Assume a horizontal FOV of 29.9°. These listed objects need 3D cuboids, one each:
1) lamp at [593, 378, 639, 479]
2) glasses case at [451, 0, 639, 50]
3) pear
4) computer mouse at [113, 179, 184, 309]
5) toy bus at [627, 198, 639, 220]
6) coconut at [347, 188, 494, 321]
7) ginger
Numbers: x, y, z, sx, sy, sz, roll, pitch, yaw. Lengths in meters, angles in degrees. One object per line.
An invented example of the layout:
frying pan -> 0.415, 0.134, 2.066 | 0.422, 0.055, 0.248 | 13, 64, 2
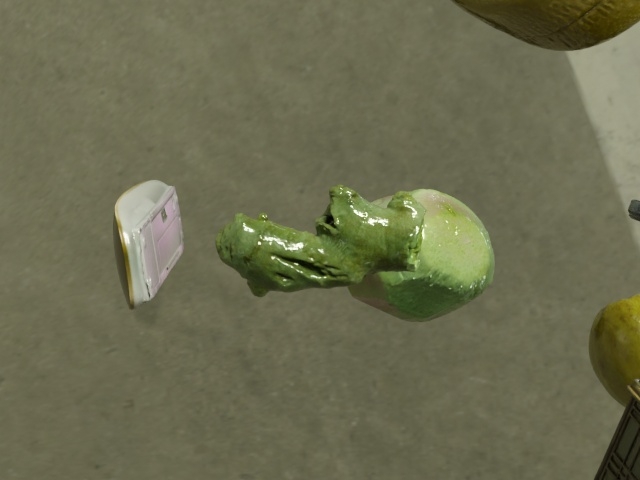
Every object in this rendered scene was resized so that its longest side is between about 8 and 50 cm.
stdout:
lamp -> 0.395, 0.320, 1.512 | 0.090, 0.325, 0.089 | -4, 36, -24
glasses case -> 0.231, -0.316, 0.867 | 0.141, 0.173, 0.371 | 16, 100, -40
pear -> 0.443, 0.151, 1.631 | 0.148, 0.149, 0.162 | -23, 88, -33
computer mouse -> -0.217, 0.002, 1.475 | 0.056, 0.245, 0.126 | -4, 107, 7
toy bus -> 0.317, -0.043, 0.993 | 0.098, 0.178, 0.087 | 23, 95, 15
coconut -> 0.142, 0.025, 1.837 | 0.236, 0.236, 0.205 | -29, 95, -33
ginger -> 0.005, 0.000, 1.631 | 0.089, 0.289, 0.137 | -87, 160, -61
